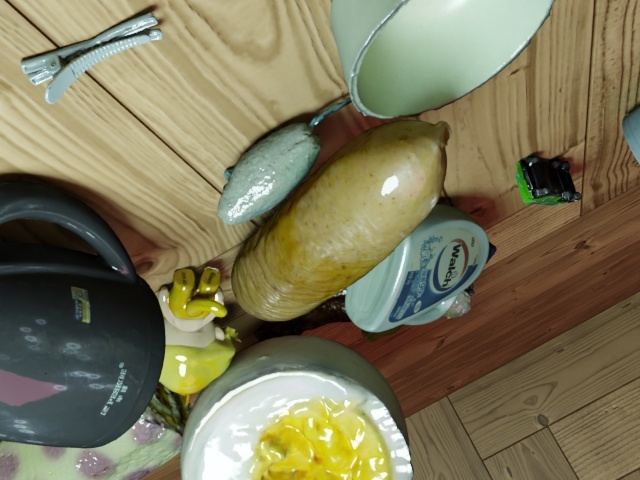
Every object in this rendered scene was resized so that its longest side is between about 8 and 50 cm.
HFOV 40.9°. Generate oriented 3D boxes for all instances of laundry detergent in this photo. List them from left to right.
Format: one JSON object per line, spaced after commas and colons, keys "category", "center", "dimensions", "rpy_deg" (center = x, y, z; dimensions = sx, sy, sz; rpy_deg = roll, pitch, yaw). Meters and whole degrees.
{"category": "laundry detergent", "center": [0.178, 0.044, 1.382], "dimensions": [0.280, 0.105, 0.215], "rpy_deg": [-3, 118, -45]}

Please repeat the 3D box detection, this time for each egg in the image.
{"category": "egg", "center": [-0.039, 0.314, 1.392], "dimensions": [0.354, 0.354, 0.340], "rpy_deg": [-28, -171, 2]}

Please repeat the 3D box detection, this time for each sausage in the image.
{"category": "sausage", "center": [-0.002, 0.002, 0.989], "dimensions": [0.136, 0.123, 0.501], "rpy_deg": [-44, -179, -28]}

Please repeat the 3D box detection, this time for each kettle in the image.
{"category": "kettle", "center": [-0.313, 0.071, 0.868], "dimensions": [0.290, 0.207, 0.268], "rpy_deg": [26, 95, -53]}

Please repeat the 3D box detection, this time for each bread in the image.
{"category": "bread", "center": [-0.380, 0.346, 1.405], "dimensions": [0.338, 0.155, 0.187], "rpy_deg": [-32, 153, 12]}

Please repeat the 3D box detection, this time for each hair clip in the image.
{"category": "hair clip", "center": [-0.181, -0.147, 0.697], "dimensions": [0.115, 0.039, 0.030], "rpy_deg": [-27, 164, -6]}

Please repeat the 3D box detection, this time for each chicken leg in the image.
{"category": "chicken leg", "center": [0.028, 0.122, 1.485], "dimensions": [0.304, 0.093, 0.113], "rpy_deg": [-26, 170, 6]}

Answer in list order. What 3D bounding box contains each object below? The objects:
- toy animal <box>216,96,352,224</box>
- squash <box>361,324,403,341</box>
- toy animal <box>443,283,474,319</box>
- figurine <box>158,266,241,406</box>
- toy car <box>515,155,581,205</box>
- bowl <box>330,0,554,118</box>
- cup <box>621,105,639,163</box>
{"category": "toy animal", "center": [-0.017, -0.108, 0.958], "dimensions": [0.253, 0.070, 0.079], "rpy_deg": [-39, -166, -3]}
{"category": "squash", "center": [0.153, 0.123, 1.644], "dimensions": [0.069, 0.069, 0.239], "rpy_deg": [-5, 149, -43]}
{"category": "toy animal", "center": [0.238, 0.099, 1.696], "dimensions": [0.098, 0.137, 0.098], "rpy_deg": [-37, 135, -47]}
{"category": "figurine", "center": [-0.187, 0.136, 1.225], "dimensions": [0.156, 0.131, 0.246], "rpy_deg": [-1, 138, -12]}
{"category": "toy car", "center": [0.367, -0.094, 1.414], "dimensions": [0.062, 0.071, 0.165], "rpy_deg": [-26, 163, 36]}
{"category": "bowl", "center": [0.096, -0.216, 0.764], "dimensions": [0.211, 0.112, 0.211], "rpy_deg": [-23, 159, -9]}
{"category": "cup", "center": [0.689, -0.193, 1.314], "dimensions": [0.331, 0.257, 0.311], "rpy_deg": [-1, 145, -46]}
